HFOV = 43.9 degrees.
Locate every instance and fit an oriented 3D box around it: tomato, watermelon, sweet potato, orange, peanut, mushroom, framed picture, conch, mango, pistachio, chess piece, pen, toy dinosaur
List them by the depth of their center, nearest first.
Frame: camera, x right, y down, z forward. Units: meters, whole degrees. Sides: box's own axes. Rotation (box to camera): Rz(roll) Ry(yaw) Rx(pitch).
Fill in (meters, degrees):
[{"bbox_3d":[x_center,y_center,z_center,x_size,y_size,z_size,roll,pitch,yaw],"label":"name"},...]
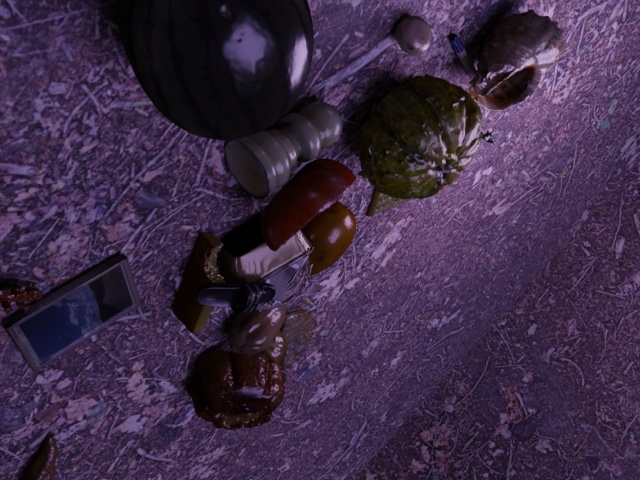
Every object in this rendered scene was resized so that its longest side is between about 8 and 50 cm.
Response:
[{"bbox_3d":[-0.149,-0.308,1.144,0.279,0.279,0.359,-38,152,-14],"label":"watermelon"},{"bbox_3d":[-0.537,0.092,1.379,0.049,0.055,0.154,-48,160,11],"label":"toy dinosaur"},{"bbox_3d":[-0.479,0.141,1.562,0.260,0.023,0.189,-33,152,-23],"label":"framed picture"},{"bbox_3d":[-0.058,-0.194,1.583,0.243,0.133,0.133,-35,150,-29],"label":"chess piece"},{"bbox_3d":[-0.038,-0.085,1.627,0.237,0.095,0.237,-42,-175,5],"label":"tomato"},{"bbox_3d":[0.194,-0.430,1.667,0.084,0.067,0.083,-4,97,-39],"label":"mushroom"},{"bbox_3d":[0.220,-0.230,1.804,0.300,0.223,0.301,12,122,-45],"label":"orange"},{"bbox_3d":[-0.636,0.524,1.810,0.068,0.060,0.205,-86,-160,-74],"label":"sweet potato"},{"bbox_3d":[0.342,-0.439,1.895,0.025,0.025,0.204,-48,151,5],"label":"pen"},{"bbox_3d":[0.455,-0.443,1.912,0.291,0.159,0.210,-28,157,-11],"label":"conch"},{"bbox_3d":[0.005,-0.003,1.916,0.152,0.120,0.221,-22,151,-39],"label":"mango"},{"bbox_3d":[-0.154,0.213,1.997,0.185,0.108,0.126,-44,160,-24],"label":"pistachio"},{"bbox_3d":[-0.147,0.327,2.167,0.098,0.103,0.229,-72,176,-46],"label":"peanut"}]

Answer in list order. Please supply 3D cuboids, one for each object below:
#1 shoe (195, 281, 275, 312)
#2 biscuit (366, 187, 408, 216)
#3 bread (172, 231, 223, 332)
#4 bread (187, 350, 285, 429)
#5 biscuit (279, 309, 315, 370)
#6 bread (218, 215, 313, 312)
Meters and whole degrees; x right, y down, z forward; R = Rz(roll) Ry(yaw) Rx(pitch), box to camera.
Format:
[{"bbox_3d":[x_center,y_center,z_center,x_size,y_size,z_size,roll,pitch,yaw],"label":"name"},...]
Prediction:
[{"bbox_3d":[-0.176,0.129,1.693,0.179,0.049,0.071,4,129,-30],"label":"shoe"},{"bbox_3d":[0.224,-0.145,2.130,0.231,0.016,0.139,-23,143,-37],"label":"biscuit"},{"bbox_3d":[-0.257,0.092,1.722,0.049,0.088,0.226,-11,138,-44],"label":"bread"},{"bbox_3d":[-0.215,0.392,2.063,0.247,0.135,0.232,7,130,-20],"label":"bread"},{"bbox_3d":[-0.072,0.273,2.253,0.141,0.038,0.289,-28,149,-30],"label":"biscuit"},{"bbox_3d":[-0.125,0.051,1.806,0.224,0.142,0.211,-31,135,-19],"label":"bread"}]
